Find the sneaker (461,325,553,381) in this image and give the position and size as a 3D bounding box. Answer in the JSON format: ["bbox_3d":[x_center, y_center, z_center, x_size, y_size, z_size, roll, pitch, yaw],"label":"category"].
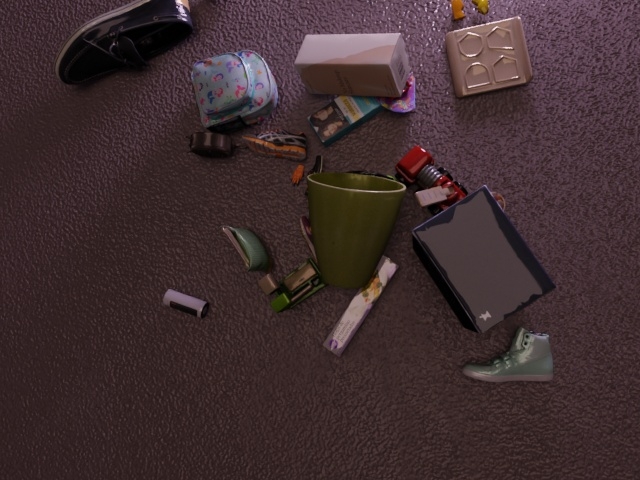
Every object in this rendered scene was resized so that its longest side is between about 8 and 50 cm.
[{"bbox_3d":[0.523,0.317,1.631,0.255,0.094,0.151,-1,89,-1],"label":"sneaker"}]

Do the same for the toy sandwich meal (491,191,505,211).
[{"bbox_3d":[0.508,-0.103,1.715,0.085,0.029,0.086,-1,83,9],"label":"toy sandwich meal"}]

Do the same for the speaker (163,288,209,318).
[{"bbox_3d":[-0.424,0.198,1.819,0.136,0.055,0.055,18,87,10],"label":"speaker"}]

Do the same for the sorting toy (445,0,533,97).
[{"bbox_3d":[0.503,-0.602,1.772,0.228,0.041,0.308,-11,82,12],"label":"sorting toy"}]

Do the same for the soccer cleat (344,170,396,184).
[{"bbox_3d":[0.143,-0.186,1.761,0.178,0.072,0.060,5,84,10],"label":"soccer cleat"}]

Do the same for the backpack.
[{"bbox_3d":[-0.267,-0.473,1.811,0.253,0.191,0.225,-14,81,2],"label":"backpack"}]

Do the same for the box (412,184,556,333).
[{"bbox_3d":[0.405,0.063,1.527,0.211,0.395,0.294,-33,80,5],"label":"box"}]

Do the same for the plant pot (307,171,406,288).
[{"bbox_3d":[0.086,-0.023,1.636,0.274,0.275,0.294,8,106,10],"label":"plant pot"}]

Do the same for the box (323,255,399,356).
[{"bbox_3d":[0.123,0.193,1.726,0.063,0.067,0.324,33,91,11],"label":"box"}]

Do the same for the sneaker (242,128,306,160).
[{"bbox_3d":[-0.142,-0.311,1.825,0.214,0.084,0.083,12,72,7],"label":"sneaker"}]

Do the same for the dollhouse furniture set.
[{"bbox_3d":[-0.133,0.047,1.716,0.151,0.197,0.302,-36,80,5],"label":"dollhouse furniture set"}]

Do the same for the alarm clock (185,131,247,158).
[{"bbox_3d":[-0.326,-0.297,1.826,0.191,0.129,0.064,1,85,-7],"label":"alarm clock"}]

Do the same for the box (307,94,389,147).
[{"bbox_3d":[0.088,-0.402,1.801,0.244,0.060,0.101,-33,79,4],"label":"box"}]

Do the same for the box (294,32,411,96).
[{"bbox_3d":[0.095,-0.520,1.719,0.310,0.148,0.121,9,67,28],"label":"box"}]

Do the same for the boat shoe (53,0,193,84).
[{"bbox_3d":[-0.638,-0.639,1.887,0.499,0.187,0.156,-29,74,0],"label":"boat shoe"}]

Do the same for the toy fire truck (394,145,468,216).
[{"bbox_3d":[0.303,-0.164,1.645,0.158,0.246,0.217,-44,79,2],"label":"toy fire truck"}]

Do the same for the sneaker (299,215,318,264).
[{"bbox_3d":[0.000,0.000,1.772,0.083,0.069,0.186,-25,87,-3],"label":"sneaker"}]

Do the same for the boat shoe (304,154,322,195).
[{"bbox_3d":[-0.020,-0.201,1.791,0.041,0.049,0.133,12,92,-4],"label":"boat shoe"}]

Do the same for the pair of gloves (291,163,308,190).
[{"bbox_3d":[-0.048,-0.197,1.825,0.083,0.010,0.074,23,87,10],"label":"pair of gloves"}]

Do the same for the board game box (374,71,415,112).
[{"bbox_3d":[0.233,-0.472,1.760,0.133,0.033,0.169,10,67,-14],"label":"board game box"}]
